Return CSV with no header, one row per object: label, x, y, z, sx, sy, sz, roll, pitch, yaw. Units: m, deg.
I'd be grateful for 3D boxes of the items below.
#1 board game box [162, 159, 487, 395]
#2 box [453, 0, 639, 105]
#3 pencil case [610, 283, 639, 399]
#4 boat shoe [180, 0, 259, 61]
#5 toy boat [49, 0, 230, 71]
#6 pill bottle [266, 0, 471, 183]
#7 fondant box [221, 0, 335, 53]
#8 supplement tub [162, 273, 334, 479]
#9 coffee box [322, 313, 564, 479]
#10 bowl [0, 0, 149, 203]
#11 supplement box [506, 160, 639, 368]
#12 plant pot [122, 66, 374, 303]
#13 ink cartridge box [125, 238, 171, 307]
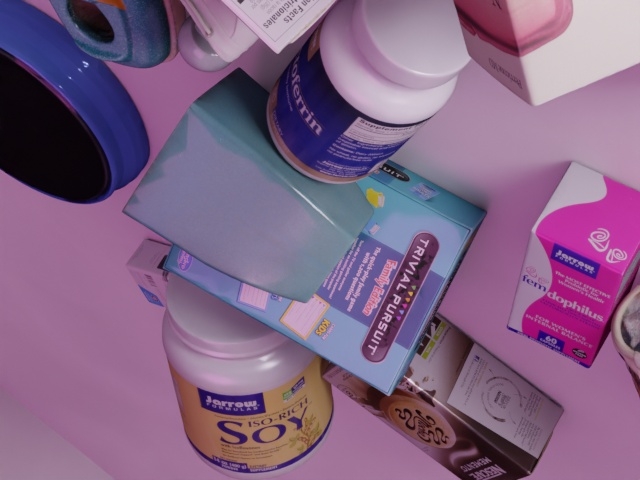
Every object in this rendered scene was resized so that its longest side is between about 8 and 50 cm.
board game box,0.000,0.000,1.703,0.336,0.079,0.253,29,116,9
box,0.171,-0.251,1.099,0.148,0.127,0.232,-124,12,-60
pencil case,0.440,0.204,1.582,0.160,0.183,0.410,13,145,31
boat shoe,-0.144,-0.290,1.413,0.267,0.088,0.096,49,-163,20
toy boat,-0.204,-0.280,1.542,0.318,0.148,0.267,18,148,29
pill bottle,0.053,-0.172,1.431,0.153,0.153,0.265,37,152,-5
fondant box,-0.123,-0.346,1.251,0.096,0.238,0.330,-41,110,17
supplement tub,-0.106,0.176,2.043,0.241,0.241,0.331,21,143,23
coffee box,0.174,0.219,1.960,0.297,0.119,0.168,37,152,-5
bowl,-0.433,-0.200,1.993,0.391,0.077,0.391,26,152,15
supplement box,0.294,0.031,1.541,0.111,0.114,0.220,26,150,16
plant pot,-0.067,-0.051,1.582,0.234,0.165,0.165,36,117,0
ink cartridge box,-0.213,0.069,2.200,0.180,0.060,0.104,15,147,32
